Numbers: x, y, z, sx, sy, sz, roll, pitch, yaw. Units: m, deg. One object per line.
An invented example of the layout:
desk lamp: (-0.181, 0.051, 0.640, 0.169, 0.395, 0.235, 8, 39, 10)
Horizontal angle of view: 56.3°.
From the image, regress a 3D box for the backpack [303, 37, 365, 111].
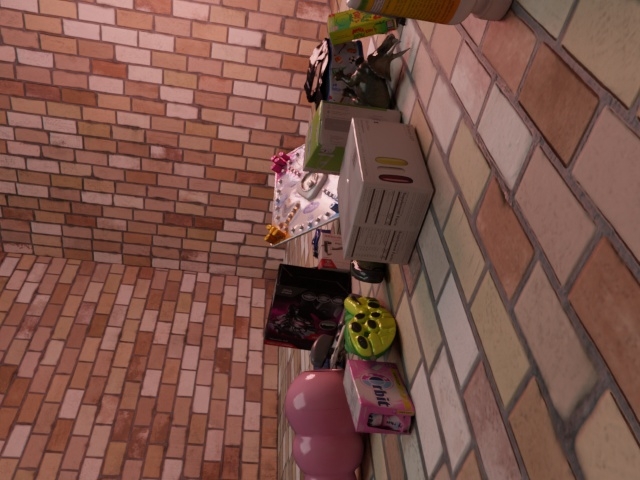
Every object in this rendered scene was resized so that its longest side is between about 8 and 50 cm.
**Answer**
backpack: (0.068, -0.457, 1.770, 0.276, 0.213, 0.263, -101, 8, -45)

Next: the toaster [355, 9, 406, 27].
toaster: (0.158, -0.669, 1.536, 0.129, 0.146, 0.227, -138, 55, -81)

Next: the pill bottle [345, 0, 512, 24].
pill bottle: (0.169, -0.410, 0.921, 0.136, 0.245, 0.136, -173, 90, -82)

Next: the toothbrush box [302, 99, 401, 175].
toothbrush box: (0.074, -0.256, 1.583, 0.283, 0.206, 0.122, 137, 138, -78)

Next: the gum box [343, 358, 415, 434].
gum box: (0.114, 0.316, 1.208, 0.188, 0.107, 0.062, -108, 26, -71)

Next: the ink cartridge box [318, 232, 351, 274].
ink cartridge box: (0.044, 0.047, 1.915, 0.056, 0.099, 0.135, 107, 166, -52)

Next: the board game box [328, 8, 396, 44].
board game box: (0.115, -0.607, 1.664, 0.043, 0.181, 0.092, 66, -162, -48)

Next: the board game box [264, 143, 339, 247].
board game box: (-0.041, -0.209, 2.096, 0.390, 0.050, 0.390, -24, 52, 37)

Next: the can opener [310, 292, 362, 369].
can opener: (0.052, 0.229, 1.561, 0.280, 0.093, 0.074, -56, -19, -58)

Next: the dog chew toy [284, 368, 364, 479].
dog chew toy: (0.019, 0.487, 1.464, 0.206, 0.206, 0.332, 132, 136, -76)

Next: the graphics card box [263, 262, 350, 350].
graphics card box: (-0.050, 0.232, 1.962, 0.371, 0.232, 0.094, 107, 171, -48)

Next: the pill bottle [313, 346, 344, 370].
pill bottle: (0.025, 0.410, 1.782, 0.169, 0.094, 0.094, -92, 12, -46)

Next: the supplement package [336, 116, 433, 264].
supplement package: (0.129, -0.112, 1.305, 0.262, 0.145, 0.204, -94, 13, -50)

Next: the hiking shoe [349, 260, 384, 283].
hiking shoe: (0.118, 0.016, 1.486, 0.227, 0.086, 0.114, -96, 12, -59)

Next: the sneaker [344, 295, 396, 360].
sneaker: (0.112, 0.217, 1.380, 0.295, 0.109, 0.123, -95, 3, -79)

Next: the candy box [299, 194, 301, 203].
candy box: (-0.001, -0.207, 2.220, 0.071, 0.159, 0.233, 108, 167, -59)

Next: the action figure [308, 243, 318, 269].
action figure: (0.019, 0.088, 2.079, 0.285, 0.099, 0.185, 178, 104, -78)

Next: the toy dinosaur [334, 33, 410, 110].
toy dinosaur: (0.132, -0.385, 1.573, 0.160, 0.121, 0.313, 41, 147, 40)

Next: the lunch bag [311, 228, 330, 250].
lunch bag: (0.000, 0.000, 2.370, 0.098, 0.065, 0.067, 107, 167, -49)
